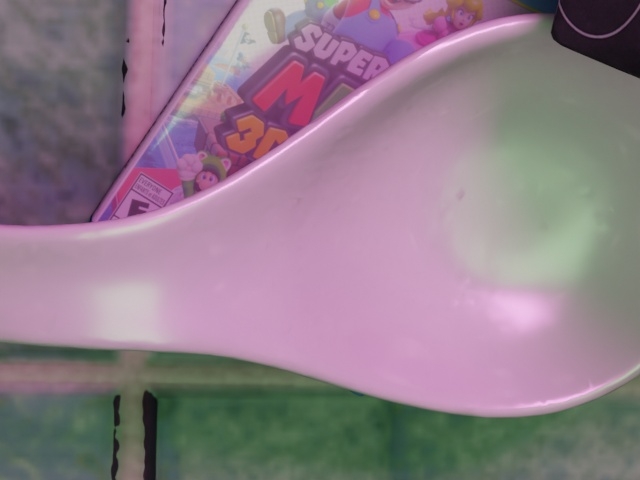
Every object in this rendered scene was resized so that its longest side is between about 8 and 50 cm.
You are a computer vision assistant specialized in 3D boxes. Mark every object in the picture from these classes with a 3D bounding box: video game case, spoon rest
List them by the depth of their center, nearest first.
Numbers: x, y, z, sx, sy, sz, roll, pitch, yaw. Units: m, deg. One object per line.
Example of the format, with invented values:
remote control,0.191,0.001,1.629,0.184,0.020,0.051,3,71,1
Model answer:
spoon rest,0.000,0.000,0.580,0.276,0.084,0.137,-5,107,-4
video game case,0.014,-0.042,0.621,0.119,0.015,0.166,33,100,-14

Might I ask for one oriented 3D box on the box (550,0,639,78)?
box,0.189,-0.154,0.507,0.163,0.142,0.247,-3,113,-38
